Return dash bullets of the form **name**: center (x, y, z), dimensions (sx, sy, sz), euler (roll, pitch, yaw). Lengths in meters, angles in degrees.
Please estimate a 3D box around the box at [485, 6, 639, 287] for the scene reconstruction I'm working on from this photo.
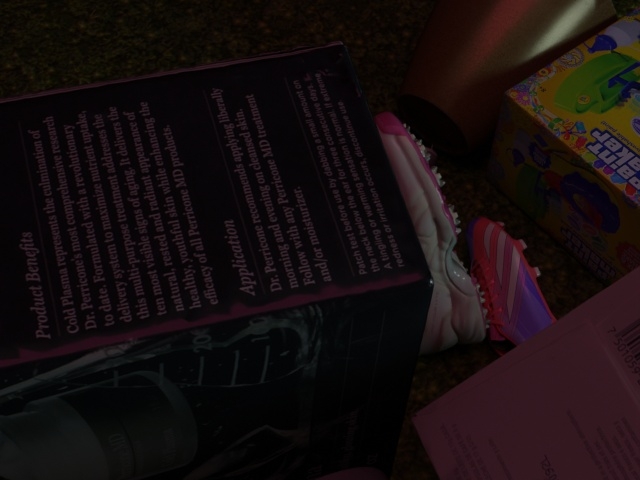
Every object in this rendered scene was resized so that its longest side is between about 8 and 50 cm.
- **box**: center (0.414, -0.106, 1.643), dimensions (0.279, 0.177, 0.290), euler (-34, 62, -23)

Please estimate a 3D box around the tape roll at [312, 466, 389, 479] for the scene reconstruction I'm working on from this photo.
- **tape roll**: center (-0.011, 0.315, 1.279), dimensions (0.219, 0.219, 0.072), euler (-22, 59, -19)

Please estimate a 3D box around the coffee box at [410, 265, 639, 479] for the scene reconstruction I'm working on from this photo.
- **coffee box**: center (0.357, 0.244, 1.208), dimensions (0.338, 0.334, 0.337), euler (-37, 56, 18)

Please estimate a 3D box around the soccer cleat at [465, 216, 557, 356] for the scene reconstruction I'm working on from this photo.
- **soccer cleat**: center (0.222, 0.076, 1.559), dimensions (0.095, 0.083, 0.248), euler (-21, 60, -13)

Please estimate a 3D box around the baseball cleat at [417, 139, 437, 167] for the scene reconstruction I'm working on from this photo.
- **baseball cleat**: center (0.044, -0.088, 1.683), dimensions (0.206, 0.072, 0.109), euler (7, 67, 7)

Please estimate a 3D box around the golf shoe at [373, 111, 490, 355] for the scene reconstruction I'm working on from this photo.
- **golf shoe**: center (0.091, 0.006, 1.483), dimensions (0.140, 0.306, 0.115), euler (-22, 23, -3)

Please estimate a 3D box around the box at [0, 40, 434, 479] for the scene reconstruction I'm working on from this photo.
- **box**: center (-0.178, 0.101, 1.263), dimensions (0.472, 0.480, 0.297), euler (-10, 56, -10)

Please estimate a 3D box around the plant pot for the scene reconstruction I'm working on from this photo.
- **plant pot**: center (0.221, -0.242, 1.719), dimensions (0.237, 0.237, 0.254), euler (35, 73, 20)
